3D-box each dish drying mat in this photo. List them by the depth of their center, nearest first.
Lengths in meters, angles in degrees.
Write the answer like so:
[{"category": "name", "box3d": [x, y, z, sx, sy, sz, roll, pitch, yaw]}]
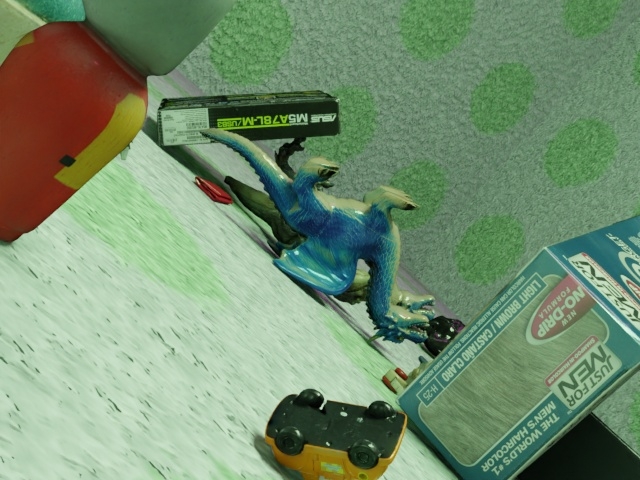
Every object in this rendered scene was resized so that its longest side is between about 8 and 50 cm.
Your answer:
[{"category": "dish drying mat", "box3d": [-0.108, -0.051, 1.065, 0.032, 0.008, 0.083, 42, 4, 5]}]

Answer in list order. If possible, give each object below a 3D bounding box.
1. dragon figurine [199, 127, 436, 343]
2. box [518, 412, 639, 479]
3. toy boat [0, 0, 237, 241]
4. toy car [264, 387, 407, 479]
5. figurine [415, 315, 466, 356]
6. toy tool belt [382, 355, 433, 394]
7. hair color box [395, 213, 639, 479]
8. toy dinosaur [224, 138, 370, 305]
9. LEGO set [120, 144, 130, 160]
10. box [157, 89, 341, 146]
[{"category": "dragon figurine", "box3d": [0.000, 0.000, 1.009, 0.289, 0.144, 0.085, 22, 10, -11]}, {"category": "box", "box3d": [0.311, 0.271, 1.048, 0.261, 0.103, 0.184, 40, 1, -33]}, {"category": "toy boat", "box3d": [-0.160, -0.140, 0.472, 0.318, 0.148, 0.267, 44, 4, 32]}, {"category": "toy car", "box3d": [0.008, 0.108, 0.410, 0.122, 0.060, 0.041, -92, -179, -62]}, {"category": "figurine", "box3d": [0.233, 0.188, 1.411, 0.209, 0.092, 0.215, 33, 8, -19]}, {"category": "toy tool belt", "box3d": [0.095, 0.120, 0.893, 0.083, 0.051, 0.052, 40, 4, -32]}, {"category": "hair color box", "box3d": [0.220, 0.077, 0.876, 0.105, 0.174, 0.347, 48, 26, 16]}, {"category": "toy dinosaur", "box3d": [-0.028, -0.037, 1.120, 0.064, 0.118, 0.268, -18, 46, -36]}, {"category": "LEGO set", "box3d": [-0.167, -0.093, 0.813, 0.083, 0.023, 0.054, 44, 4, 16]}, {"category": "box", "box3d": [-0.082, -0.137, 1.149, 0.184, 0.190, 0.045, -130, -144, -78]}]
